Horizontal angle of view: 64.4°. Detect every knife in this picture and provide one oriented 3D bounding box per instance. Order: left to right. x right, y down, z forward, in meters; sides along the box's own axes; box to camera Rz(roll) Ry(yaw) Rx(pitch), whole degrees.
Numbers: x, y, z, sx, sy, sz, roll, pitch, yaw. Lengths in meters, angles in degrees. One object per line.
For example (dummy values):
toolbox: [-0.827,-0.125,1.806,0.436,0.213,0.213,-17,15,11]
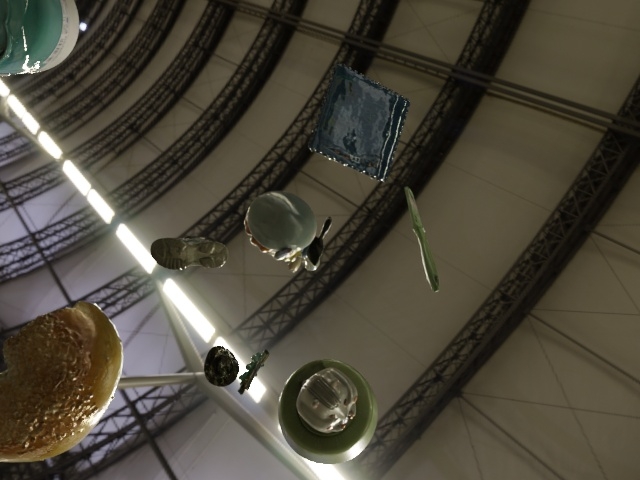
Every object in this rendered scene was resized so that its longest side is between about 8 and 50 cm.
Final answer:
knife: [0.139,-0.009,0.709,0.014,0.030,0.207,-31,-143,23]

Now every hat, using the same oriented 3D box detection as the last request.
hat: [-0.283,0.363,1.478,0.050,0.121,0.121,-28,-118,53]

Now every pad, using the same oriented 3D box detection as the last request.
pad: [0.116,-0.330,1.434,0.012,0.270,0.268,4,-103,65]

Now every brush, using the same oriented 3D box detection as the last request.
brush: [0.000,0.000,1.617,0.063,0.016,0.193,52,-42,30]

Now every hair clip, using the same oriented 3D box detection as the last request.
hair clip: [-0.193,0.365,1.428,0.049,0.173,0.049,7,-63,15]

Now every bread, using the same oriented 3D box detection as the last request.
bread: [-0.479,0.271,0.877,0.314,0.171,0.192,-42,-107,-11]

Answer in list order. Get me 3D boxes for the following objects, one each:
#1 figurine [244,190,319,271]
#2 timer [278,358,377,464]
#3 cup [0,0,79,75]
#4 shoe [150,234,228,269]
figurine: [-0.101,-0.028,1.659,0.205,0.382,0.224,-40,-107,1]
timer: [0.017,0.437,1.359,0.291,0.315,0.290,-1,-116,1]
cup: [-0.560,-0.436,0.884,0.257,0.220,0.289,-126,-136,-66]
shoe: [-0.296,0.019,1.157,0.099,0.169,0.071,-123,-143,-71]
